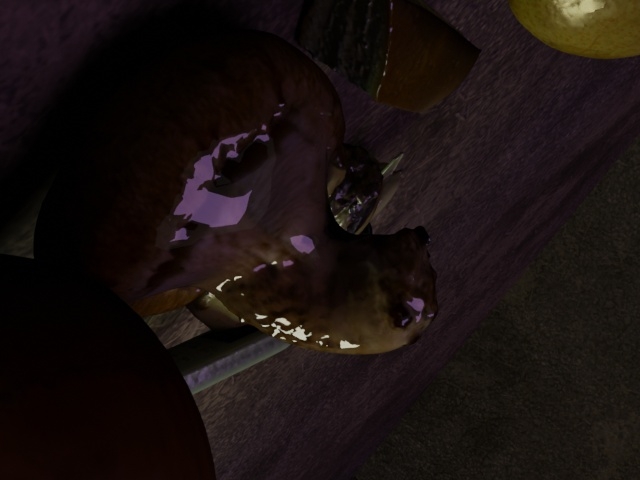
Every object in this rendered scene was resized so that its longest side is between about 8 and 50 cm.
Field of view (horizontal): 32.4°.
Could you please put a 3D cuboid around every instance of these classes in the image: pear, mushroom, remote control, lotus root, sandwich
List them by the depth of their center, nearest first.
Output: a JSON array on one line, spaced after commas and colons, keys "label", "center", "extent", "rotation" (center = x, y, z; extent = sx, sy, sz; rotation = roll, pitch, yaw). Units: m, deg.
[{"label": "mushroom", "center": [-0.075, -0.018, 0.775], "extent": [0.267, 0.254, 0.267], "rotation": [-19, 133, -22]}, {"label": "sandwich", "center": [0.056, -0.164, 0.895], "extent": [0.096, 0.094, 0.258], "rotation": [-54, 161, 14]}, {"label": "pear", "center": [0.257, -0.257, 0.972], "extent": [0.209, 0.209, 0.209], "rotation": [-41, 163, -15]}, {"label": "lotus root", "center": [-0.041, -0.007, 1.036], "extent": [0.110, 0.097, 0.258], "rotation": [31, 122, -30]}, {"label": "remote control", "center": [-0.155, 0.135, 1.047], "extent": [0.309, 0.038, 0.090], "rotation": [-23, -166, -34]}]

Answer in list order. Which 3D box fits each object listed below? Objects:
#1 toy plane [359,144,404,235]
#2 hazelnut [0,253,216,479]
[{"label": "toy plane", "center": [0.000, 0.000, 1.173], "extent": [0.244, 0.092, 0.229], "rotation": [-47, 174, -2]}, {"label": "hazelnut", "center": [-0.235, 0.181, 0.614], "extent": [0.359, 0.359, 0.409], "rotation": [-44, 159, -2]}]
